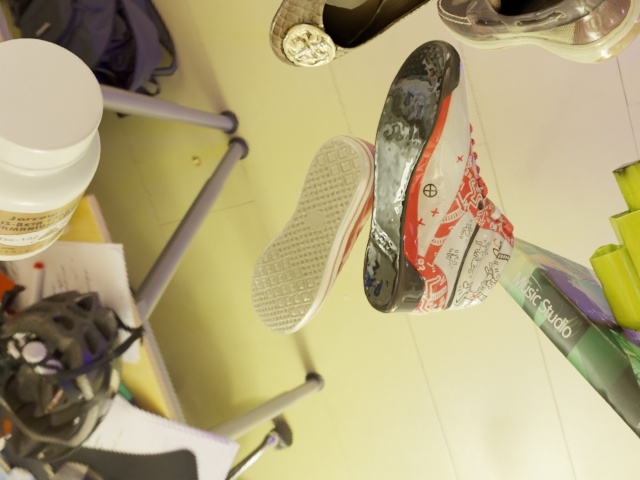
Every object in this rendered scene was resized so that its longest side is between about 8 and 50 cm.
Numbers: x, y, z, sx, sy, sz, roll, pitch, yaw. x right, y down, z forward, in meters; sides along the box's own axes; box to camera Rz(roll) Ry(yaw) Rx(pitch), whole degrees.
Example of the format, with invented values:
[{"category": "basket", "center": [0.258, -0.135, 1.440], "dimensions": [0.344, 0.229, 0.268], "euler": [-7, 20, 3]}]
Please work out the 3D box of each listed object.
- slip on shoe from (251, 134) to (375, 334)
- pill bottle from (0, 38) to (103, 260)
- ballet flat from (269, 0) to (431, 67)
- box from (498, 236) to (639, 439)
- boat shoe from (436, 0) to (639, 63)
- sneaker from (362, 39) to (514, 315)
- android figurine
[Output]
[{"category": "slip on shoe", "center": [0.000, 0.000, 1.045], "dimensions": [0.123, 0.101, 0.331], "euler": [38, 118, 23]}, {"category": "pill bottle", "center": [-0.275, -0.077, 0.675], "dimensions": [0.131, 0.131, 0.229], "euler": [50, 144, -3]}, {"category": "ballet flat", "center": [0.064, -0.212, 0.608], "dimensions": [0.250, 0.058, 0.084], "euler": [-26, 143, 20]}, {"category": "box", "center": [0.361, 0.123, 0.879], "dimensions": [0.232, 0.322, 0.058], "euler": [19, 112, -32]}, {"category": "boat shoe", "center": [0.211, -0.259, 0.782], "dimensions": [0.092, 0.285, 0.103], "euler": [38, 92, -34]}, {"category": "sneaker", "center": [0.132, -0.056, 0.752], "dimensions": [0.090, 0.145, 0.270], "euler": [20, 103, 56]}, {"category": "android figurine", "center": [0.436, 0.022, 0.818], "dimensions": [0.248, 0.056, 0.273], "euler": [-21, 88, 10]}]
